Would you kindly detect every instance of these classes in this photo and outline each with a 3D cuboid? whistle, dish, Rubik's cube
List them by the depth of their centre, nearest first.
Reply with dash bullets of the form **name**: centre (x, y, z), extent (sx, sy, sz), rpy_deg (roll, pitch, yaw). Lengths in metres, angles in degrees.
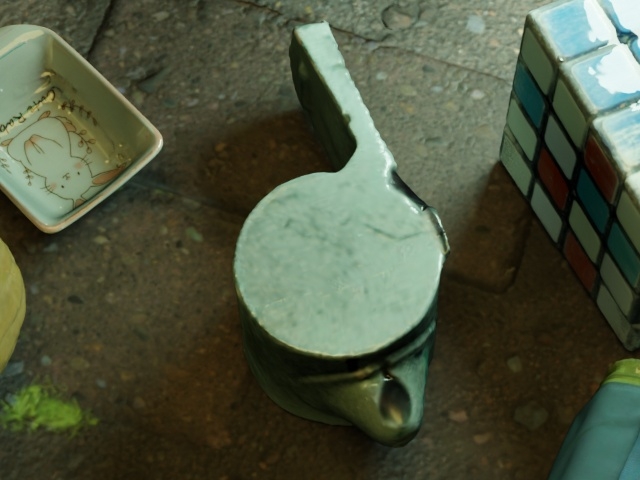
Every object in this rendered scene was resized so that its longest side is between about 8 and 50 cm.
- **Rubik's cube**: centre (0.341, -0.094, 1.618), extent (0.259, 0.253, 0.256), rpy_deg (-23, 66, -12)
- **whistle**: centre (0.030, -0.011, 1.627), extent (0.188, 0.168, 0.405), rpy_deg (8, 64, 5)
- **dish**: centre (-0.279, -0.111, 1.739), extent (0.154, 0.064, 0.234), rpy_deg (-40, 71, -17)

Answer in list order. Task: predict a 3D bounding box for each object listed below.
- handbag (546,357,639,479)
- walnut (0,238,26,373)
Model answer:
- **handbag**: centre (0.307, 0.262, 1.461), extent (0.263, 0.222, 0.241), rpy_deg (18, 60, 12)
- **walnut**: centre (-0.382, 0.082, 1.567), extent (0.225, 0.225, 0.261), rpy_deg (21, 60, 11)
